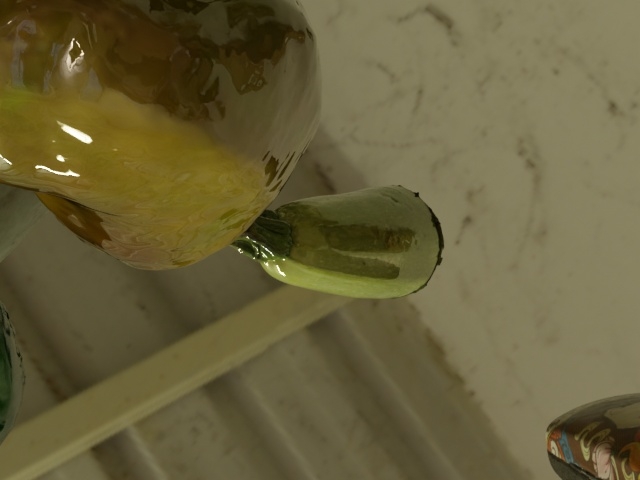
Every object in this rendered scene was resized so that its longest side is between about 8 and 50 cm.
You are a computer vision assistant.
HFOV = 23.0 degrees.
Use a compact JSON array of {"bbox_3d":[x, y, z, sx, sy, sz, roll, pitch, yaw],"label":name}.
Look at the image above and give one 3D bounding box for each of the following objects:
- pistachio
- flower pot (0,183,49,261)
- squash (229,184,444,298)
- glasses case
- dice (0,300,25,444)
[{"bbox_3d":[-0.054,-0.051,0.476,0.110,0.189,0.100,2,-106,7],"label":"pistachio"},{"bbox_3d":[-0.306,-0.163,1.412,0.293,0.293,0.330,44,-96,3],"label":"flower pot"},{"bbox_3d":[0.000,0.000,1.166,0.224,0.094,0.094,1,-124,-58],"label":"squash"},{"bbox_3d":[0.274,0.173,1.199,0.122,0.321,0.082,-15,-82,-13],"label":"glasses case"},{"bbox_3d":[-0.377,0.047,0.962,0.300,0.287,0.297,-34,-73,-18],"label":"dice"}]
